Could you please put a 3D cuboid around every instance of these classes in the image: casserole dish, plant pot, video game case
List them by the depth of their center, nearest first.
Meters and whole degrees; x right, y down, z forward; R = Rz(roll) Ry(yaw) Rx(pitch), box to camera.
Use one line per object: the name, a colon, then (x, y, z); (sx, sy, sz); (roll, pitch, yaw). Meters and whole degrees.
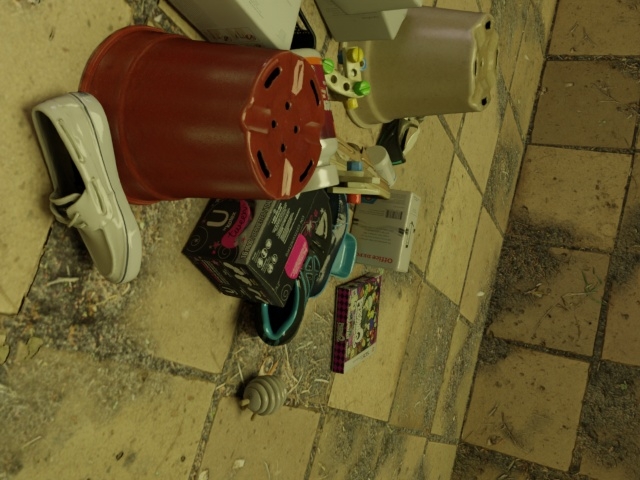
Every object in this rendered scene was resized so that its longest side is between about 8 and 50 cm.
plant pot: (-0.153, -0.170, 0.955); (0.272, 0.264, 0.273); (-27, 122, -56)
plant pot: (0.252, -0.429, 1.586); (0.333, 0.305, 0.334); (-26, 120, -57)
casserole dish: (0.034, 0.030, 1.603); (0.188, 0.036, 0.114); (24, 77, -62)
video game case: (0.100, 0.217, 1.773); (0.210, 0.041, 0.232); (-15, 111, -61)

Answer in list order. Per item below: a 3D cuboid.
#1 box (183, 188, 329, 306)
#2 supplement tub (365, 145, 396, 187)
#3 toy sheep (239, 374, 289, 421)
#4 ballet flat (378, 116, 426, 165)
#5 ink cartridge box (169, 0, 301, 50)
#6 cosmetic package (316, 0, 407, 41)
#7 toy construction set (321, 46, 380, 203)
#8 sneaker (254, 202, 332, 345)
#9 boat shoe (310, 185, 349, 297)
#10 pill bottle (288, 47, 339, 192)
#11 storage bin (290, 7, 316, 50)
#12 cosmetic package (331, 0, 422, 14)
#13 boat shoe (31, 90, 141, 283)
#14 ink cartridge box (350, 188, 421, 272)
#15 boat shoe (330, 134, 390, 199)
box: (-0.111, -0.031, 1.207); (0.163, 0.142, 0.247); (57, 48, -50)
supplement tub: (0.154, -0.188, 1.723); (0.071, 0.070, 0.107); (-66, 149, -26)
toy sheep: (-0.118, 0.321, 1.361); (0.132, 0.091, 0.091); (-12, 109, -55)
ballet flat: (0.235, -0.325, 1.805); (0.095, 0.096, 0.281); (42, 61, -58)
ink cartridge box: (-0.142, -0.481, 1.026); (0.309, 0.130, 0.272); (36, 64, -60)
cosmetic package: (0.088, -0.542, 1.403); (0.151, 0.151, 0.184); (-65, 146, -25)
toy construction set: (0.014, -0.230, 1.328); (0.214, 0.151, 0.328); (0, 81, -37)
sneaker: (-0.048, 0.047, 1.319); (0.139, 0.124, 0.341); (110, -9, -84)
boat shoe: (0.000, 0.000, 1.460); (0.089, 0.108, 0.259); (16, 82, -58)
pill bottle: (-0.038, -0.192, 1.090); (0.121, 0.121, 0.221); (-22, 101, -58)
storage bin: (-0.089, -0.338, 1.216); (0.122, 0.084, 0.180); (49, 56, -55)
cosmetic package: (0.026, -0.542, 1.029); (0.453, 0.161, 0.230); (2, 92, -64)
boat shoe: (-0.313, -0.057, 0.876); (0.088, 0.096, 0.268); (-33, 125, -49)
ink cartridge box: (0.163, -0.029, 1.704); (0.086, 0.148, 0.203); (16, 85, -64)
boat shoe: (0.076, -0.170, 1.529); (0.341, 0.121, 0.110); (19, 80, -59)
